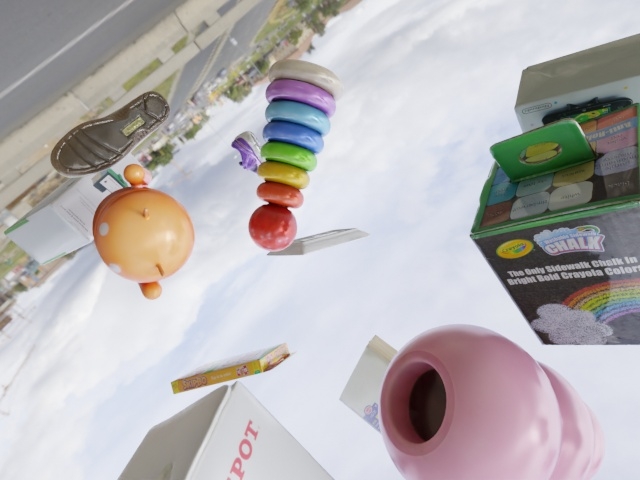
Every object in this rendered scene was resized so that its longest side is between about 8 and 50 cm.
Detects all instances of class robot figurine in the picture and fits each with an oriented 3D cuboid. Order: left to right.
[{"bbox_3d":[-0.253,-0.014,0.594,0.219,0.128,0.158,17,-104,58],"label":"robot figurine"}]

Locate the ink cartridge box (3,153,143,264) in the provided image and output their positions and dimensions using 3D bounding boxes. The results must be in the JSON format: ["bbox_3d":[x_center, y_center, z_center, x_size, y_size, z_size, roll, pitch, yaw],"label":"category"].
[{"bbox_3d":[-0.456,-0.074,0.809,0.160,0.093,0.220,-19,-147,27],"label":"ink cartridge box"}]

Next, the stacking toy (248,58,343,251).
[{"bbox_3d":[-0.061,-0.143,0.767,0.141,0.141,0.331,16,-88,61],"label":"stacking toy"}]

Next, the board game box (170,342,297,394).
[{"bbox_3d":[-0.187,0.277,0.916,0.259,0.039,0.124,-17,177,21],"label":"board game box"}]

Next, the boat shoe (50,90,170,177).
[{"bbox_3d":[-0.310,-0.152,0.626,0.072,0.068,0.190,0,-144,50],"label":"boat shoe"}]

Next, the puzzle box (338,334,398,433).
[{"bbox_3d":[0.211,0.479,1.276,0.052,0.272,0.409,-42,159,-37],"label":"puzzle box"}]

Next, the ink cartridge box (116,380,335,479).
[{"bbox_3d":[-0.043,0.304,0.320,0.131,0.306,0.226,-35,-166,22],"label":"ink cartridge box"}]

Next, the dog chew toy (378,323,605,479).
[{"bbox_3d":[0.235,0.231,0.531,0.206,0.331,0.207,-40,-142,41],"label":"dog chew toy"}]

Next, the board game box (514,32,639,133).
[{"bbox_3d":[0.448,-0.137,0.619,0.223,0.303,0.098,-4,-128,41],"label":"board game box"}]

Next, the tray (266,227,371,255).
[{"bbox_3d":[0.000,0.000,1.113,0.145,0.030,0.270,-4,-173,45],"label":"tray"}]

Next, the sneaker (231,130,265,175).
[{"bbox_3d":[-0.156,-0.186,1.020,0.071,0.170,0.068,-26,-146,10],"label":"sneaker"}]

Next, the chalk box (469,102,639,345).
[{"bbox_3d":[0.316,-0.029,0.517,0.180,0.289,0.179,-14,-147,46],"label":"chalk box"}]
